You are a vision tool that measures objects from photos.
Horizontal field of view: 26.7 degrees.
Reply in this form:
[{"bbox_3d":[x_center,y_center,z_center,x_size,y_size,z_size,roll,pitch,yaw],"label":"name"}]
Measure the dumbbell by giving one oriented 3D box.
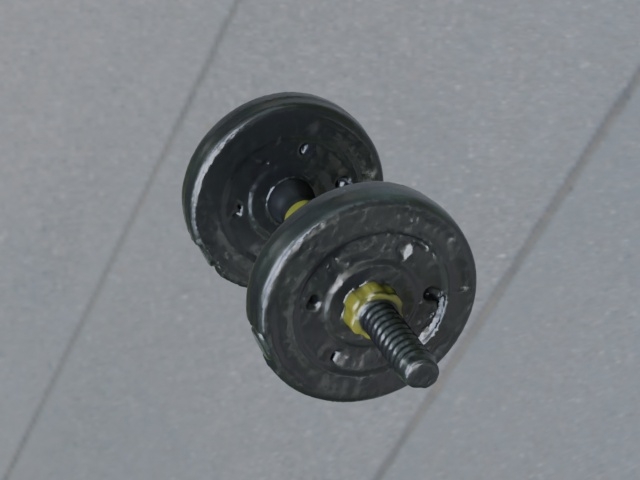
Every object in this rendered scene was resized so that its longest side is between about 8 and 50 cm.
[{"bbox_3d":[0.000,0.000,0.870,0.325,0.143,0.143,52,127,55],"label":"dumbbell"}]
